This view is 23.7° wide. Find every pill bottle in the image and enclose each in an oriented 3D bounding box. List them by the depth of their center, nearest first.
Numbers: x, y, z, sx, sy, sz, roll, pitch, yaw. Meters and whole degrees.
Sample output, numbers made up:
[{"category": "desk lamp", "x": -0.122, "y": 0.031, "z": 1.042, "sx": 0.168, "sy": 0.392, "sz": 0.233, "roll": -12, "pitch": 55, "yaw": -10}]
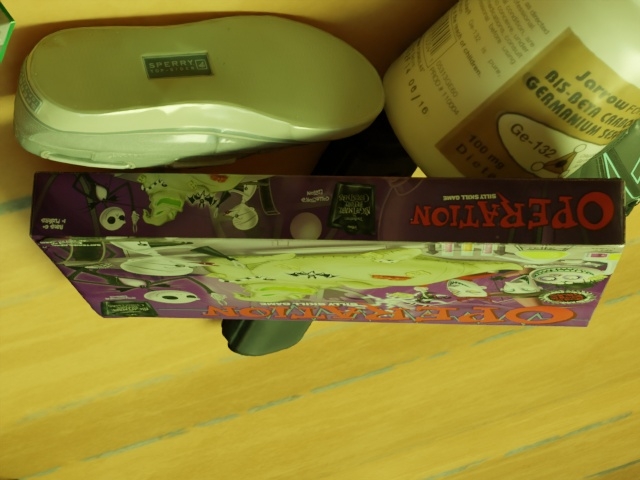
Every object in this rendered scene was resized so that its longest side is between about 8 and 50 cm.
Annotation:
[{"category": "pill bottle", "x": 0.157, "y": -0.127, "z": 0.941, "sx": 0.131, "sy": 0.131, "sz": 0.229, "roll": 9, "pitch": 138, "yaw": -46}]

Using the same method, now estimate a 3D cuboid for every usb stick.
[{"category": "usb stick", "x": 0.000, "y": 0.000, "z": 1.137, "sx": 0.077, "sy": 0.045, "sz": 0.278, "roll": -5, "pitch": 147, "yaw": -30}]

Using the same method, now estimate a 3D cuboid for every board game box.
[{"category": "board game box", "x": 0.009, "y": 0.010, "z": 0.977, "sx": 0.346, "sy": 0.056, "sz": 0.208, "roll": 1, "pitch": 168, "yaw": 5}]

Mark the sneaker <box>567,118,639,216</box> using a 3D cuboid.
[{"category": "sneaker", "x": 0.212, "y": -0.045, "z": 1.135, "sx": 0.106, "sy": 0.101, "sz": 0.267, "roll": 0, "pitch": 152, "yaw": 4}]

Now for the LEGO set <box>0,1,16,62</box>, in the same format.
[{"category": "LEGO set", "x": -0.224, "y": -0.137, "z": 0.499, "sx": 0.192, "sy": 0.255, "sz": 0.331, "roll": -23, "pitch": 165, "yaw": -40}]

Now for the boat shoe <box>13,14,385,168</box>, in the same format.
[{"category": "boat shoe", "x": -0.074, "y": -0.082, "z": 0.913, "sx": 0.227, "sy": 0.079, "sz": 0.081, "roll": -2, "pitch": 155, "yaw": -27}]
